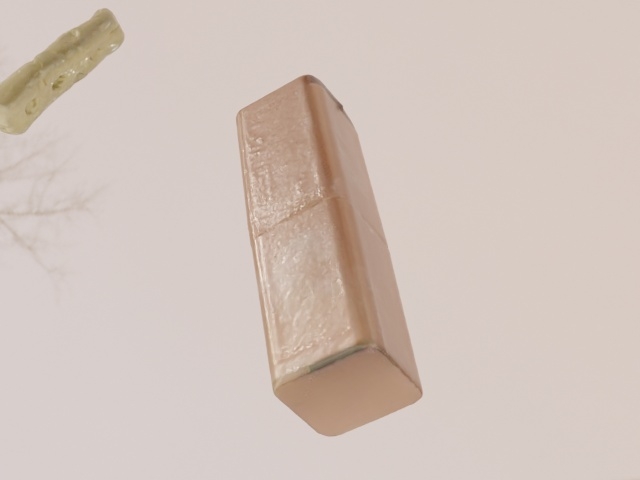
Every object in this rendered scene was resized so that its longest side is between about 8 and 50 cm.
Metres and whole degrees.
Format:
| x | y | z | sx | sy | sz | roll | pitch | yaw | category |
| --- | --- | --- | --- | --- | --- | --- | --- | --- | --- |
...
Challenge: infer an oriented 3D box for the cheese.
| x | y | z | sx | sy | sz | roll | pitch | yaw | category |
| --- | --- | --- | --- | --- | --- | --- | --- | --- | --- |
| -0.302 | -0.195 | 1.155 | 0.043 | 0.194 | 0.065 | 34 | -26 | 20 | cheese |

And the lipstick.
| x | y | z | sx | sy | sz | roll | pitch | yaw | category |
| --- | --- | --- | --- | --- | --- | --- | --- | --- | --- |
| 0.000 | 0.000 | 0.393 | 0.045 | 0.145 | 0.045 | -26 | -44 | 14 | lipstick |
